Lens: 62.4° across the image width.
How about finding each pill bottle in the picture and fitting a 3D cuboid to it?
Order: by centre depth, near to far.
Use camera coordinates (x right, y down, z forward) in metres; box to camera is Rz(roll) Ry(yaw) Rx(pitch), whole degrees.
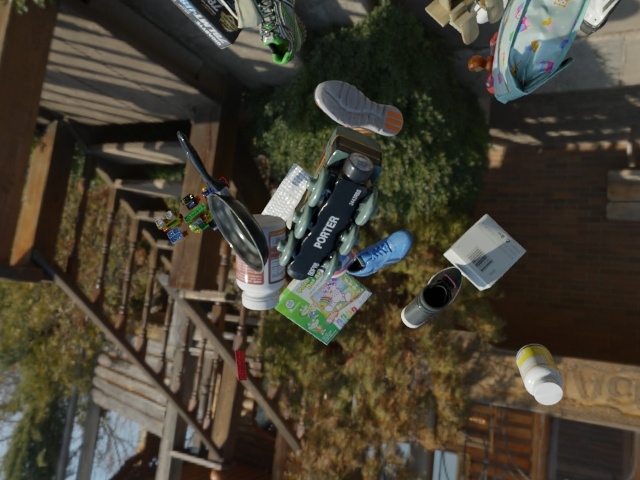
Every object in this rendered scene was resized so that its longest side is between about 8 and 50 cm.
[{"bbox_3d":[-0.146,0.052,1.288,0.121,0.216,0.121,2,-163,-1],"label":"pill bottle"},{"bbox_3d":[0.633,0.386,1.520,0.103,0.103,0.184,5,-159,6],"label":"pill bottle"},{"bbox_3d":[0.000,0.000,1.540,0.124,0.124,0.221,0,143,41],"label":"pill bottle"}]

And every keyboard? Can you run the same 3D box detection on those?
[{"bbox_3d":[-0.108,-0.105,1.517,0.072,0.256,0.014,43,-148,10],"label":"keyboard"}]

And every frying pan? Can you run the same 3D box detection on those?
[{"bbox_3d":[-0.204,-0.074,1.105,0.053,0.326,0.197,-35,-169,-21],"label":"frying pan"}]

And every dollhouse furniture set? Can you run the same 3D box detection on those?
[{"bbox_3d":[0.383,-0.622,1.312,0.242,0.212,0.161,-39,155,9],"label":"dollhouse furniture set"}]

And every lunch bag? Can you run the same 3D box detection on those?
[{"bbox_3d":[0.495,-0.457,1.241,0.160,0.262,0.223,15,-169,2],"label":"lunch bag"}]

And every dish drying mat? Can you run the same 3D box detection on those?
[{"bbox_3d":[-0.223,0.350,1.478,0.008,0.083,0.032,-26,151,31],"label":"dish drying mat"}]

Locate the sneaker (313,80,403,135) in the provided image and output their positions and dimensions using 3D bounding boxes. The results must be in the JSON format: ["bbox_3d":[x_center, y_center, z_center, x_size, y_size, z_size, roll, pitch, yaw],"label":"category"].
[{"bbox_3d":[0.089,-0.400,1.671,0.321,0.124,0.180,18,178,-31],"label":"sneaker"}]

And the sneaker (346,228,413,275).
[{"bbox_3d":[0.153,0.039,1.397,0.082,0.069,0.209,-4,155,-49],"label":"sneaker"}]

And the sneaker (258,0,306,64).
[{"bbox_3d":[-0.139,-0.706,1.662,0.134,0.146,0.343,7,154,24],"label":"sneaker"}]

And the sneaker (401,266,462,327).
[{"bbox_3d":[0.391,0.160,1.681,0.296,0.104,0.147,-36,170,-33],"label":"sneaker"}]

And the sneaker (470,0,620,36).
[{"bbox_3d":[0.688,-0.697,1.554,0.447,0.257,0.169,-20,-175,28],"label":"sneaker"}]

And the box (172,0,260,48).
[{"bbox_3d":[-0.274,-0.705,1.347,0.295,0.293,0.073,38,162,-36],"label":"box"}]

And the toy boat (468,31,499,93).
[{"bbox_3d":[0.598,-0.623,1.863,0.151,0.231,0.151,0,146,14],"label":"toy boat"}]

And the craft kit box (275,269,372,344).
[{"bbox_3d":[0.009,0.199,1.828,0.247,0.250,0.061,38,-176,-19],"label":"craft kit box"}]

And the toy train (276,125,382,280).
[{"bbox_3d":[0.017,-0.064,1.052,0.142,0.190,0.334,20,134,-10],"label":"toy train"}]

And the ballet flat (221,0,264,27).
[{"bbox_3d":[-0.221,-0.625,1.257,0.086,0.248,0.086,-25,-168,6],"label":"ballet flat"}]

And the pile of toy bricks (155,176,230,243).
[{"bbox_3d":[-0.302,-0.060,1.362,0.212,0.118,0.105,-35,165,4],"label":"pile of toy bricks"}]

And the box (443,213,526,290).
[{"bbox_3d":[0.551,0.042,1.781,0.181,0.182,0.119,45,173,8],"label":"box"}]
